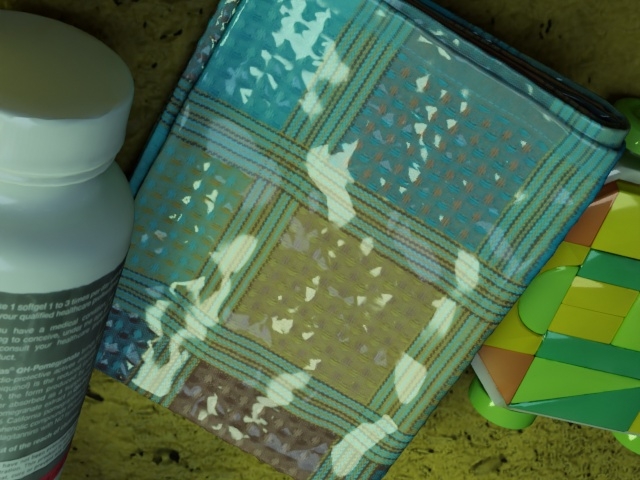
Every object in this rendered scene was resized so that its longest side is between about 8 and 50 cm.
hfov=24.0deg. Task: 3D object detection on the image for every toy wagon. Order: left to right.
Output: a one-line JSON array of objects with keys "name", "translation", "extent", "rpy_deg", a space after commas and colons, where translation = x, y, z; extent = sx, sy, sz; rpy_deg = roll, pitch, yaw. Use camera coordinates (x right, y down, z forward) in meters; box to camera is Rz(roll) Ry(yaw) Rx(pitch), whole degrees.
[{"name": "toy wagon", "translation": [0.273, 0.047, 1.094], "extent": [0.344, 0.068, 0.267], "rpy_deg": [14, 123, -14]}]

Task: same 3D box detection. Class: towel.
[{"name": "towel", "translation": [0.000, 0.000, 1.015], "extent": [0.271, 0.040, 0.370], "rpy_deg": [30, 119, -4]}]

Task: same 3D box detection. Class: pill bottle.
[{"name": "pill bottle", "translation": [-0.220, 0.021, 0.967], "extent": [0.176, 0.176, 0.318], "rpy_deg": [13, 123, -13]}]
